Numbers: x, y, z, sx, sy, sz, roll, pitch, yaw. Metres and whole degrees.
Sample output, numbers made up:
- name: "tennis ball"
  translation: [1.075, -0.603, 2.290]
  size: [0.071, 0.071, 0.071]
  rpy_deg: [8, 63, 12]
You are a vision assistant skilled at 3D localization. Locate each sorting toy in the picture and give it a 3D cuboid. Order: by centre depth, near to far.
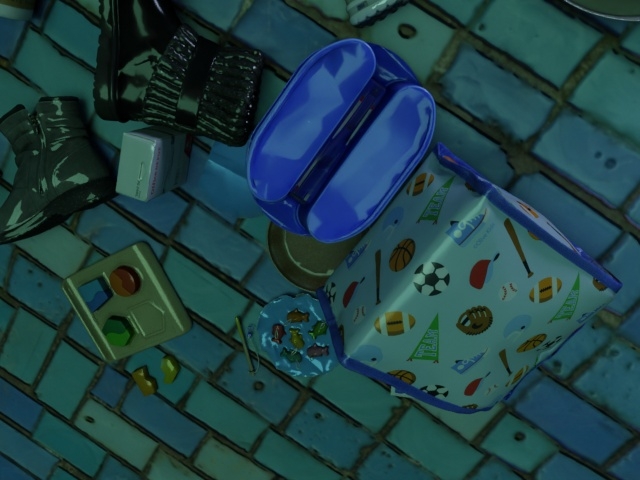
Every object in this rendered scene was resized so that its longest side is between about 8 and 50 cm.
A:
- name: "sorting toy"
  translation: [-0.387, 0.178, 1.145]
  size: [0.229, 0.041, 0.307]
  rpy_deg: [-24, 99, 18]

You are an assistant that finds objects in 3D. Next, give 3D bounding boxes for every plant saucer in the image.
- name: "plant saucer"
  translation: [0.000, 0.000, 1.009]
  size: [0.199, 0.036, 0.198]
  rpy_deg: [4, 106, 13]

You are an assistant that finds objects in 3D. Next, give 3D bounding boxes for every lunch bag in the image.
- name: "lunch bag"
  translation: [0.243, 0.089, 0.869]
  size: [0.386, 0.239, 0.327]
  rpy_deg: [29, 111, -24]

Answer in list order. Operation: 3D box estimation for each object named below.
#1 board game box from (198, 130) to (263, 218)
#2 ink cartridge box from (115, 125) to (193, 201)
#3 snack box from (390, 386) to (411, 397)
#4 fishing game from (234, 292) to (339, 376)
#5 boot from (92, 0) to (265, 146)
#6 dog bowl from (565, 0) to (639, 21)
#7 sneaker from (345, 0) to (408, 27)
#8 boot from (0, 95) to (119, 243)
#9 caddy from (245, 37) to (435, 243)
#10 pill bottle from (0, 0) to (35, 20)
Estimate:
- name: "board game box"
  translation: [-0.143, -0.124, 1.009]
  size: [0.133, 0.033, 0.168]
  rpy_deg: [26, 114, -2]
- name: "ink cartridge box"
  translation: [-0.291, -0.142, 0.970]
  size: [0.063, 0.150, 0.109]
  rpy_deg: [18, 111, 7]
- name: "snack box"
  translation: [0.225, 0.275, 1.044]
  size: [0.178, 0.022, 0.064]
  rpy_deg: [5, 108, 11]
- name: "fishing game"
  translation: [-0.039, 0.191, 1.072]
  size: [0.264, 0.041, 0.189]
  rpy_deg: [-5, 107, 14]
- name: "boot"
  translation: [-0.217, -0.340, 0.907]
  size: [0.260, 0.131, 0.347]
  rpy_deg: [8, 98, 3]
- name: "dog bowl"
  translation: [0.439, -0.474, 0.736]
  size: [0.349, 0.102, 0.348]
  rpy_deg: [3, 106, 12]
- name: "sneaker"
  translation: [0.147, -0.436, 0.811]
  size: [0.281, 0.105, 0.115]
  rpy_deg: [-25, 98, 18]
- name: "boot"
  translation: [-0.574, -0.131, 1.073]
  size: [0.338, 0.118, 0.222]
  rpy_deg: [-24, 97, 7]
- name: "caddy"
  translation: [0.025, -0.157, 0.879]
  size: [0.241, 0.179, 0.341]
  rpy_deg: [36, 98, -8]
- name: "pill bottle"
  translation: [-0.545, -0.510, 0.933]
  size: [0.131, 0.131, 0.229]
  rpy_deg: [23, 110, 5]
